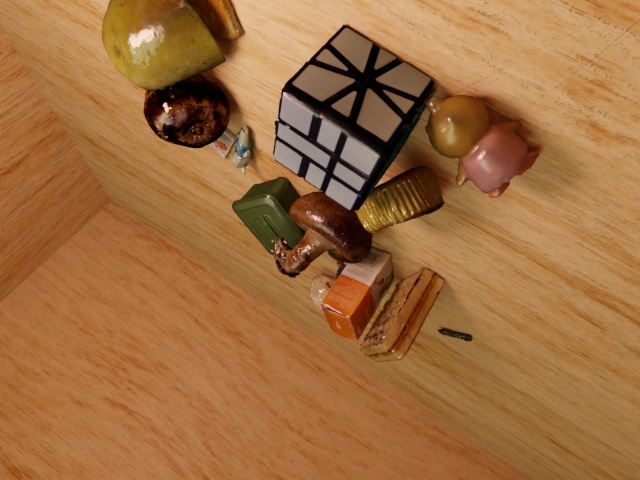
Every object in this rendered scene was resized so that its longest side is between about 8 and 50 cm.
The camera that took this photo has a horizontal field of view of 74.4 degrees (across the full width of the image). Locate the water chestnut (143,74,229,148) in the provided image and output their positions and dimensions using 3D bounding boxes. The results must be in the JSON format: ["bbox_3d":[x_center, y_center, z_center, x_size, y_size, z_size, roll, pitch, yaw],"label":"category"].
[{"bbox_3d":[-0.475,-0.479,1.489,0.300,0.300,0.300,29,153,16],"label":"water chestnut"}]

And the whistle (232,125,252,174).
[{"bbox_3d":[-0.305,-0.364,1.669,0.113,0.077,0.235,64,154,19],"label":"whistle"}]

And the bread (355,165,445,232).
[{"bbox_3d":[0.229,-0.117,1.251,0.142,0.228,0.253,62,155,-5],"label":"bread"}]

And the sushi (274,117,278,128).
[{"bbox_3d":[-0.040,-0.324,1.341,0.225,0.127,0.124,41,154,-5],"label":"sushi"}]

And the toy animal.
[{"bbox_3d":[0.353,-0.228,0.975,0.281,0.169,0.195,42,112,-1],"label":"toy animal"}]

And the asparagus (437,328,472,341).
[{"bbox_3d":[0.607,0.428,1.918,0.165,0.030,0.036,7,166,43],"label":"asparagus"}]

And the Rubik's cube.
[{"bbox_3d":[0.074,-0.297,1.067,0.294,0.288,0.283,31,153,6],"label":"Rubik's cube"}]

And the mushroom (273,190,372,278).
[{"bbox_3d":[-0.004,-0.020,1.576,0.334,0.356,0.330,25,144,61],"label":"mushroom"}]

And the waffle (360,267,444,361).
[{"bbox_3d":[0.314,0.299,1.669,0.114,0.376,0.261,38,156,-4],"label":"waffle"}]

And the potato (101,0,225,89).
[{"bbox_3d":[-0.489,-0.585,1.208,0.330,0.280,0.213,50,-178,-16],"label":"potato"}]

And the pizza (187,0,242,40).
[{"bbox_3d":[-0.320,-0.686,1.178,0.181,0.034,0.262,24,155,25],"label":"pizza"}]

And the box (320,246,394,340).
[{"bbox_3d":[0.160,0.216,1.754,0.144,0.341,0.224,23,151,29],"label":"box"}]

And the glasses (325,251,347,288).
[{"bbox_3d":[0.032,0.122,1.932,0.268,0.118,0.234,-24,85,59],"label":"glasses"}]

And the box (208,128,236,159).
[{"bbox_3d":[-0.420,-0.417,1.767,0.109,0.029,0.198,41,153,-10],"label":"box"}]

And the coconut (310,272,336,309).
[{"bbox_3d":[0.037,0.273,2.192,0.195,0.194,0.194,29,153,16],"label":"coconut"}]

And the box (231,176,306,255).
[{"bbox_3d":[-0.181,-0.102,1.797,0.253,0.177,0.328,-9,129,35],"label":"box"}]
